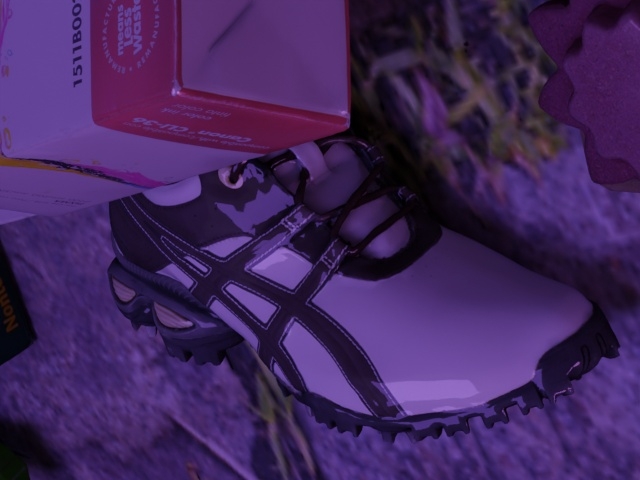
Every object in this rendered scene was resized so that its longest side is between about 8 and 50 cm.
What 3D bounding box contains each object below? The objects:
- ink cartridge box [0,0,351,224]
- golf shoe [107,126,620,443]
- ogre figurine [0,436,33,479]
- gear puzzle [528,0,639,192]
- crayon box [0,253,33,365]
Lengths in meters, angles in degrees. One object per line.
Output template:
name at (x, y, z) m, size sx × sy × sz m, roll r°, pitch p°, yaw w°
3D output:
ink cartridge box at (-0.079, -0.074, 0.607) m, size 0.198 × 0.067 × 0.115 m, roll -14°, pitch 73°, yaw 49°
golf shoe at (0.000, 0.000, 0.612) m, size 0.198 × 0.077 × 0.094 m, roll 13°, pitch 125°, yaw 38°
ogre figurine at (-0.182, 0.168, 0.901) m, size 0.118 × 0.097 × 0.197 m, roll 17°, pitch 140°, yaw 22°
gear puzzle at (0.090, -0.149, 0.438) m, size 0.175 × 0.044 × 0.339 m, roll 7°, pitch 122°, yaw 42°
crayon box at (-0.302, -0.048, 0.691) m, size 0.106 × 0.313 × 0.363 m, roll 3°, pitch 120°, yaw 44°
